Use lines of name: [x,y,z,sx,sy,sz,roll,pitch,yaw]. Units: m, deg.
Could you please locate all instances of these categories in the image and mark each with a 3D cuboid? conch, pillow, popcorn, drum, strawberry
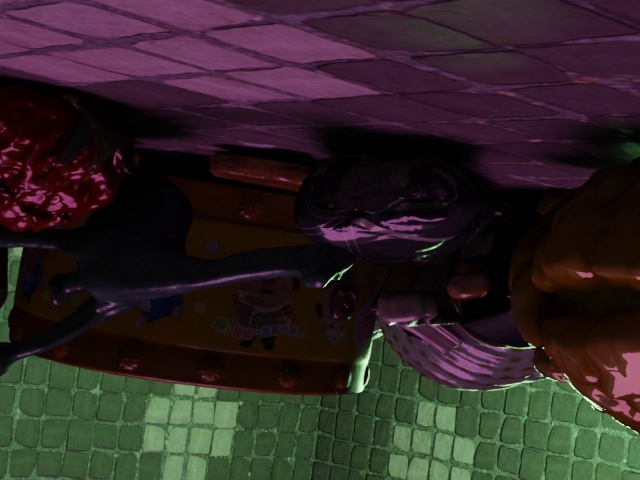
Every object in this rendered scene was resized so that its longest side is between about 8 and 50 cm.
conch: [0.235,0.081,1.687,0.303,0.215,0.319,-3,-176,-36]
pillow: [0.071,-0.025,1.190,0.162,0.092,0.335,1,176,9]
popcorn: [0.262,0.041,0.959,0.265,0.225,0.332,4,-168,-44]
drum: [-0.133,0.041,1.549,0.431,0.214,0.431,8,179,0]
strawberry: [-0.269,-0.065,1.112,0.237,0.111,0.190,6,179,29]

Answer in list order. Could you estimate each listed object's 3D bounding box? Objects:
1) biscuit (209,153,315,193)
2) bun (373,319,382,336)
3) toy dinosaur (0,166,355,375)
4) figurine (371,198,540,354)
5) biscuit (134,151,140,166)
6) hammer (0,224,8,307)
biscuit: [-0.034,-0.063,1.317,0.134,0.027,0.184,7,178,29]
bun: [-0.007,0.073,1.934,0.355,0.194,0.354,-21,176,-1]
toy dinosaur: [-0.118,-0.016,1.185,0.331,0.129,0.383,-15,-156,12]
figurine: [0.195,0.040,1.390,0.309,0.143,0.308,-32,-174,4]
biscuit: [-0.290,-0.095,1.289,0.236,0.040,0.144,7,-175,-24]
hammer: [-0.362,0.002,1.492,0.043,0.111,0.365,33,-172,-20]
